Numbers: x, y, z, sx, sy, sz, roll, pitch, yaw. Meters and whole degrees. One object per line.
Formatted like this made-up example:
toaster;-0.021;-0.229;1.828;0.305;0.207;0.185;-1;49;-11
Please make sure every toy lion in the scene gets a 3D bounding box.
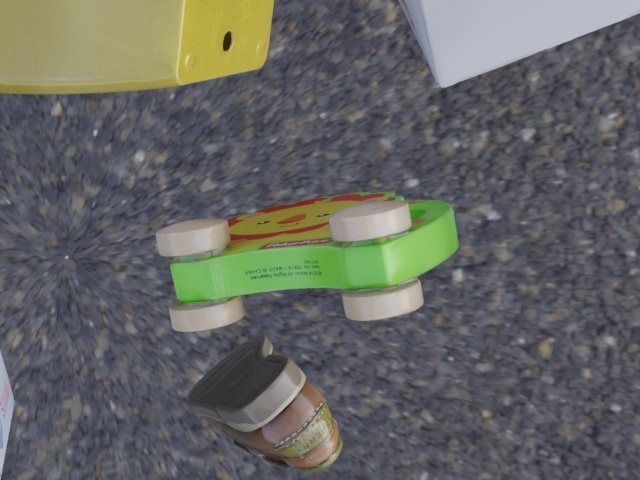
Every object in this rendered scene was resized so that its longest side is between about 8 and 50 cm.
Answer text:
toy lion;0.000;0.000;0.425;0.100;0.096;0.034;-5;101;30

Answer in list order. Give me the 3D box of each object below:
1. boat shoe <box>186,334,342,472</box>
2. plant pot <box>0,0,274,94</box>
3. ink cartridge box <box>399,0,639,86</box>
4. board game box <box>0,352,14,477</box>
boat shoe;-0.057;0.174;1.322;0.111;0.307;0.104;-42;100;-5
plant pot;-0.146;-0.212;0.991;0.187;0.212;0.212;15;108;22
ink cartridge box;0.076;-0.212;0.480;0.168;0.232;0.171;-21;57;1
board game box;-0.439;0.200;1.150;0.318;0.319;0.065;-16;100;-8
